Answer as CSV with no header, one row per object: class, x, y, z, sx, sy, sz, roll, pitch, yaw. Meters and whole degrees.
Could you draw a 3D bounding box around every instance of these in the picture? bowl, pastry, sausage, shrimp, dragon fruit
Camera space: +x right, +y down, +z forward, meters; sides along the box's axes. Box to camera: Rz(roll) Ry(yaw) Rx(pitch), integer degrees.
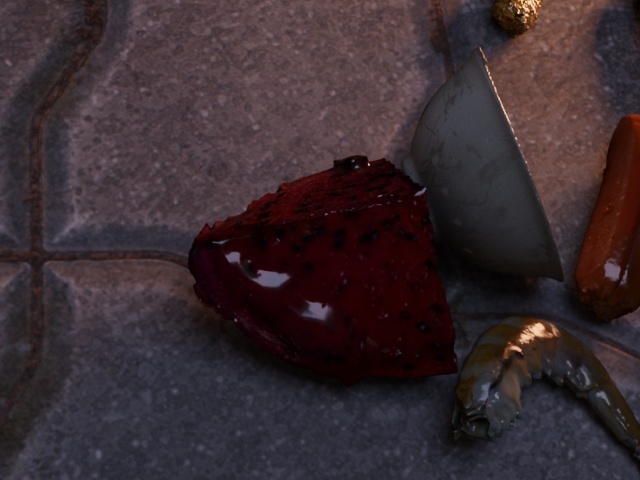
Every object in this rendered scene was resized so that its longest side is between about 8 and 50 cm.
bowl,0.188,-0.071,1.615,0.146,0.313,0.313,-21,64,8
pastry,0.300,-0.366,1.904,0.080,0.056,0.140,37,53,0
sausage,0.421,-0.037,1.720,0.102,0.102,0.330,22,59,0
shrimp,0.280,0.182,1.578,0.287,0.068,0.185,19,53,-25
dragon fruit,0.000,0.000,1.522,0.330,0.240,0.302,1,45,-21

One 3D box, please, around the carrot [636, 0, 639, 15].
carrot,0.513,-0.291,1.909,0.066,0.066,0.314,5,63,-10
